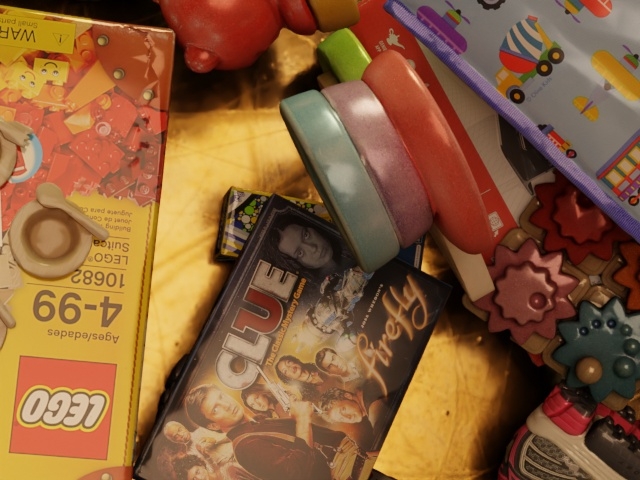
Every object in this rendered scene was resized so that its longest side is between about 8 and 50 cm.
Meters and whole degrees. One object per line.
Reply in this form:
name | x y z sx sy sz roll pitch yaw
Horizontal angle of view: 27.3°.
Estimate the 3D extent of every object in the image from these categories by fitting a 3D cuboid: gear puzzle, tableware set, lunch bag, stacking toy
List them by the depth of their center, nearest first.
tableware set | -0.236 -0.002 0.875 0.141 0.020 0.169 42 77 -5
lunch bag | 0.233 -0.147 0.953 0.293 0.138 0.221 45 103 9
stacking toy | 0.003 -0.077 0.986 0.130 0.279 0.309 -28 59 -1
gear puzzle | 0.268 -0.034 1.019 0.175 0.044 0.339 36 102 6

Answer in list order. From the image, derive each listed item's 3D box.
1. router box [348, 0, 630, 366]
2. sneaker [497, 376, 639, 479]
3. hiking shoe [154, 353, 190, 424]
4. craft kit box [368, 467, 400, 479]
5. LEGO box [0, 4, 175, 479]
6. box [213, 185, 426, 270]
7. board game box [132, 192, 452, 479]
router box | 0.230 -0.115 1.084 0.301 0.082 0.335 -29 90 14
sneaker | 0.287 0.235 1.117 0.299 0.121 0.112 36 108 -7
hiking shoe | -0.084 0.208 1.048 0.114 0.086 0.227 10 82 -7
craft kit box | 0.138 0.270 1.005 0.250 0.246 0.061 36 78 -5
LEGO box | -0.377 0.013 0.955 0.500 0.193 0.372 6 83 -11
box | 0.000 0.000 1.102 0.169 0.054 0.059 9 83 -10
board game box | -0.020 0.108 1.025 0.165 0.042 0.243 27 74 -8
